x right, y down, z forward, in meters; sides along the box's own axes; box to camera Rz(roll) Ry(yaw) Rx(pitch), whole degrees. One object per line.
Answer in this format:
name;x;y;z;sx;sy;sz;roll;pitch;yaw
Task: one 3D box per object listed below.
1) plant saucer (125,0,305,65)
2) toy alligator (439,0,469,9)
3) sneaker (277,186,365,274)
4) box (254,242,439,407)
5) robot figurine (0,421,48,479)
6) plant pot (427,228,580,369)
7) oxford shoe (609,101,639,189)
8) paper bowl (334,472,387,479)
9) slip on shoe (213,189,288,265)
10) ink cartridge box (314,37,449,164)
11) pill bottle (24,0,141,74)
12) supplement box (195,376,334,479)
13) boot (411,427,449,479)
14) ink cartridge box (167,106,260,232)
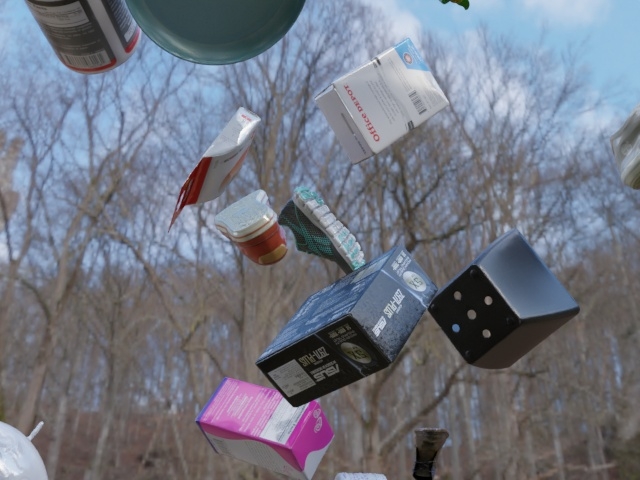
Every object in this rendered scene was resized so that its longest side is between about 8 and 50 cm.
plant saucer;-0.172;-0.448;1.455;0.317;0.044;0.318;-8;-58;-13
toy alligator;0.197;-0.448;1.448;0.051;0.056;0.190;-17;-40;17
sneaker;0.000;0.000;1.339;0.076;0.065;0.166;-41;-96;25
box;0.031;0.103;1.047;0.077;0.147;0.180;50;-48;-8
robot figurine;-0.534;0.374;1.218;0.353;0.300;0.200;-19;-9;-28
plant pot;0.295;0.112;1.513;0.187;0.188;0.167;-45;-20;30
oxford shoe;0.702;-0.284;1.617;0.169;0.130;0.449;3;-42;-44
paper bowl;0.097;0.574;1.615;0.148;0.284;0.284;4;-41;-4
slip on shoe;-0.131;-0.024;1.708;0.123;0.331;0.101;-32;-73;-5
ink cartridge box;0.111;-0.254;1.601;0.148;0.203;0.086;59;-27;-6
pill bottle;-0.411;-0.421;1.451;0.161;0.161;0.283;-5;-27;4
supplement box;-0.103;0.350;1.638;0.220;0.114;0.111;10;-41;32
boot;0.249;0.486;1.992;0.082;0.106;0.219;2;-22;5
ink cartridge box;-0.162;-0.099;1.342;0.045;0.179;0.145;29;-33;-2
